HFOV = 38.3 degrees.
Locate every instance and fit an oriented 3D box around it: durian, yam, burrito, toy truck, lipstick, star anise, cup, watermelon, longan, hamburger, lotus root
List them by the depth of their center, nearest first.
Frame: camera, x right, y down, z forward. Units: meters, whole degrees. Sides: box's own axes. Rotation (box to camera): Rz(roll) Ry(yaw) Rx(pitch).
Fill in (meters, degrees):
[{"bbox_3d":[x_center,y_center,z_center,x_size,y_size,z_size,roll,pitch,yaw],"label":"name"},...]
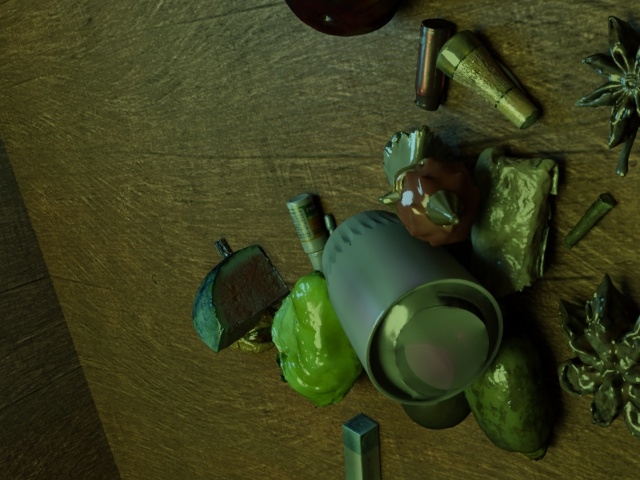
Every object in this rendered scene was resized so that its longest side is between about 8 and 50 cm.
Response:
[{"bbox_3d":[0.470,-0.220,1.355,0.209,0.089,0.231,56,139,33],"label":"star anise"},{"bbox_3d":[0.514,0.214,1.531,0.332,0.118,0.331,34,140,35],"label":"star anise"},{"bbox_3d":[0.445,-0.032,1.547,0.033,0.027,0.129,23,138,-9],"label":"yam"},{"bbox_3d":[0.335,-0.003,1.648,0.175,0.107,0.347,43,139,48],"label":"burrito"},{"bbox_3d":[0.148,0.109,1.702,0.371,0.253,0.253,-126,29,-58],"label":"cup"},{"bbox_3d":[0.363,0.296,1.747,0.173,0.173,0.309,3,119,51],"label":"lotus root"},{"bbox_3d":[0.239,0.298,1.884,0.189,0.189,0.189,29,131,40],"label":"longan"},{"bbox_3d":[0.005,0.219,2.099,0.256,0.204,0.339,42,138,8],"label":"durian"},{"bbox_3d":[-0.197,0.137,2.303,0.226,0.318,0.148,14,127,-2],"label":"watermelon"},{"bbox_3d":[0.106,0.587,2.309,0.068,0.066,0.317,23,128,43],"label":"lipstick"},{"bbox_3d":[-0.225,0.228,2.468,0.262,0.131,0.124,2,112,46],"label":"hamburger"},{"bbox_3d":[-0.254,0.034,2.472,0.083,0.032,0.024,58,140,8],"label":"toy truck"}]

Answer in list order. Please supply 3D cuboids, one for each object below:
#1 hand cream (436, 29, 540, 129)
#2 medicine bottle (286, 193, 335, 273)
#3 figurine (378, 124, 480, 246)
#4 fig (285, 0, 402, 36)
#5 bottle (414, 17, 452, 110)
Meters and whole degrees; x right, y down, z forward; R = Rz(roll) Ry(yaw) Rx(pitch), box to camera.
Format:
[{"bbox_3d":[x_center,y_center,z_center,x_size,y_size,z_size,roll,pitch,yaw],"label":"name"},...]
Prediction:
[{"bbox_3d":[0.291,-0.267,1.568,0.203,0.084,0.084,47,141,17],"label":"hand cream"},{"bbox_3d":[0.000,0.000,2.111,0.092,0.061,0.220,-12,106,31],"label":"medicine bottle"},{"bbox_3d":[0.186,-0.080,1.626,0.387,0.166,0.207,-102,6,-63],"label":"figurine"},{"bbox_3d":[0.039,-0.477,1.651,0.235,0.235,0.214,39,100,32],"label":"fig"},{"bbox_3d":[0.203,-0.314,1.667,0.060,0.060,0.164,33,133,37],"label":"bottle"}]
